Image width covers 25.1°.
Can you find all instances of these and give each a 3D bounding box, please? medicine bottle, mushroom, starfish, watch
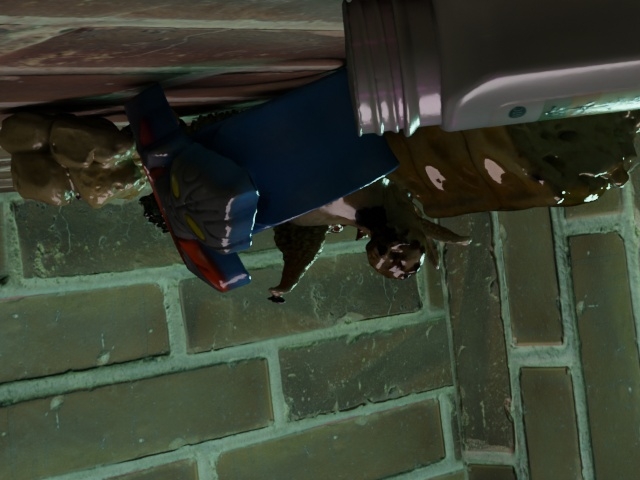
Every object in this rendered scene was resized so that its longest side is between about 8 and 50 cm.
[{"bbox_3d":[0.181,-0.154,1.127,0.324,0.124,0.179,-5,180,-1],"label":"medicine bottle"},{"bbox_3d":[0.030,-0.087,1.917,0.267,0.254,0.267,2,-173,0],"label":"mushroom"},{"bbox_3d":[0.003,-0.011,2.084,0.398,0.132,0.384,0,-160,-19],"label":"starfish"},{"bbox_3d":[-0.053,-0.095,1.596,0.274,0.241,0.305,-24,-172,-12],"label":"watch"}]

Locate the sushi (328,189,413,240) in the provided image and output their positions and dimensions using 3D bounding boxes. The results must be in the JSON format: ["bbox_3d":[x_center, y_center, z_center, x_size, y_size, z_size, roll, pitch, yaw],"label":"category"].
[{"bbox_3d":[0.028,-0.111,2.349,0.196,0.182,0.343,-25,165,35],"label":"sushi"}]

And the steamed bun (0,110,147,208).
[{"bbox_3d":[-0.296,-0.095,1.740,0.192,0.106,0.177,13,-175,5],"label":"steamed bun"}]

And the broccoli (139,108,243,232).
[{"bbox_3d":[-0.167,-0.096,2.005,0.226,0.198,0.176,26,-162,-45],"label":"broccoli"}]

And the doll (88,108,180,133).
[{"bbox_3d":[-0.273,-0.130,1.893,0.179,0.089,0.102,-30,176,11],"label":"doll"}]

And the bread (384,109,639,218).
[{"bbox_3d":[0.213,-0.125,1.649,0.238,0.196,0.252,-8,178,-24],"label":"bread"}]
